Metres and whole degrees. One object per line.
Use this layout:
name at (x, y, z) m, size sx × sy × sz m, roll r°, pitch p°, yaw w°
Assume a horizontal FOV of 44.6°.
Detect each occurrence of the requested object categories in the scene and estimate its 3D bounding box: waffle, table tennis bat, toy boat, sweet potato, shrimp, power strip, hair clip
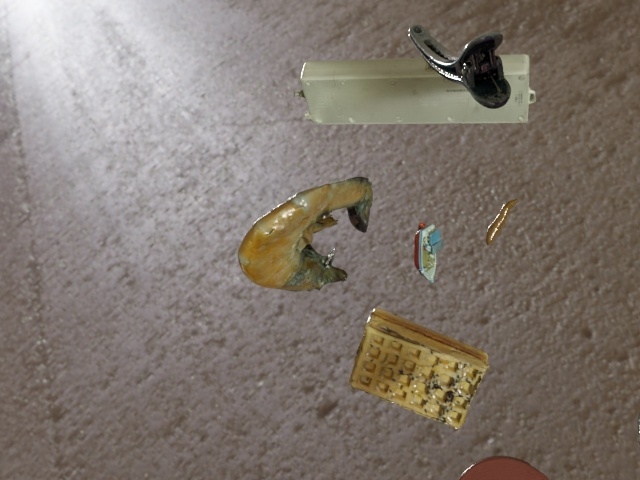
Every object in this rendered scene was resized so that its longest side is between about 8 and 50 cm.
waffle at (0.287, 0.388, 2.330) m, size 0.376 × 0.261 × 0.114 m, roll 22°, pitch 26°, yaw 10°
table tennis bat at (0.429, 0.685, 1.713) m, size 0.268 × 0.051 × 0.415 m, roll -17°, pitch 71°, yaw 10°
toy boat at (0.288, 0.034, 2.077) m, size 0.058 × 0.173 × 0.069 m, roll 21°, pitch 37°, yaw 37°
sweet potato at (0.377, -0.042, 1.640) m, size 0.115 × 0.026 × 0.026 m, roll -62°, pitch 31°, yaw 10°
shrimp at (0.000, 0.000, 1.438) m, size 0.272 × 0.445 × 0.085 m, roll -39°, pitch 68°, yaw 3°
power strip at (0.135, -0.224, 1.174) m, size 0.367 × 0.106 × 0.043 m, roll 2°, pitch 54°, yaw 14°
hair clip at (0.158, -0.227, 0.966) m, size 0.048 × 0.083 × 0.275 m, roll -21°, pitch 23°, yaw -6°

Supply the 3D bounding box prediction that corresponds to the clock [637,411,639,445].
clock at (0.781, 0.408, 1.579) m, size 0.055 × 0.281 × 0.280 m, roll -6°, pitch 14°, yaw -36°
